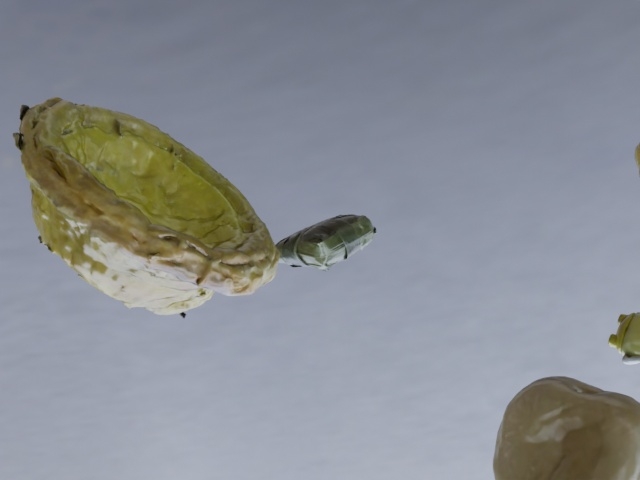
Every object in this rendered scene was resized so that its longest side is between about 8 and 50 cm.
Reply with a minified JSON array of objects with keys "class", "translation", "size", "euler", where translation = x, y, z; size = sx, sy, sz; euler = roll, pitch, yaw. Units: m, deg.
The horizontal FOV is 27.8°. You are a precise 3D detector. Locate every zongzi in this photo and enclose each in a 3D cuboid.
[{"class":"zongzi","translation":[0.000,0.000,1.634],"size":[0.109,0.055,0.119],"euler":[-25,-166,-39]}]

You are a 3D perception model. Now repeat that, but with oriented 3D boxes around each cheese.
[{"class":"cheese","translation":[0.312,0.270,1.611],"size":[0.235,0.218,0.117],"euler":[-40,145,19]}]

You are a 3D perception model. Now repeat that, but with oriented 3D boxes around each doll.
[{"class":"doll","translation":[0.523,0.160,1.959],"size":[0.162,0.106,0.062],"euler":[19,151,26]}]

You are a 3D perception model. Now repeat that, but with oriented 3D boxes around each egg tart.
[{"class":"egg tart","translation":[-0.208,-0.024,1.437],"size":[0.345,0.345,0.132],"euler":[17,114,-51]}]

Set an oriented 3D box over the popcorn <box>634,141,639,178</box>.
[{"class":"popcorn","translation":[0.560,-0.112,1.540],"size":[0.354,0.390,0.344],"euler":[40,117,-8]}]
